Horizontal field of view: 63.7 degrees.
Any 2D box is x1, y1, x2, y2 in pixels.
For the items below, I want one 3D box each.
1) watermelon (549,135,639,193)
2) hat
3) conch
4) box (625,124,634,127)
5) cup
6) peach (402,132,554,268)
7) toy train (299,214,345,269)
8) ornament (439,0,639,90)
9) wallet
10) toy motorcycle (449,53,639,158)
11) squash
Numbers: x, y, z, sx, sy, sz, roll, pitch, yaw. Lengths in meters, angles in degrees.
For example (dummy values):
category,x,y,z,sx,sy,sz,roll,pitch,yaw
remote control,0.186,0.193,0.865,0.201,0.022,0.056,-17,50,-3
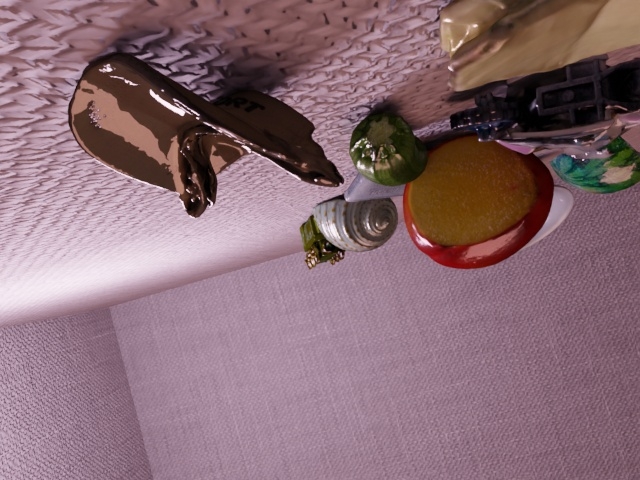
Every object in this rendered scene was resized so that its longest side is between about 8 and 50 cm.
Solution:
category,x,y,z,sx,sy,sz,roll,pitch,yaw
watermelon,0.651,-0.186,1.240,0.146,0.128,0.231,13,160,-41
hat,-0.070,-0.082,0.347,0.147,0.085,0.175,-5,159,29
conch,0.081,-0.035,1.167,0.172,0.131,0.200,-15,176,-30
box,0.669,-0.252,1.228,0.109,0.029,0.198,-17,176,14
cup,0.563,-0.103,1.564,0.347,0.163,0.347,-13,147,-9
peach,0.209,-0.053,0.702,0.190,0.190,0.192,-15,167,-10
toy train,0.000,0.000,1.376,0.090,0.137,0.225,-11,172,-12
ornament,0.187,-0.155,0.369,0.201,0.059,0.180,-14,178,14
wallet,0.161,-0.110,0.846,0.222,0.036,0.167,-9,168,-14
toy motorcycle,0.286,-0.146,0.574,0.239,0.108,0.204,12,-173,30
squash,0.082,-0.101,0.599,0.077,0.068,0.219,-34,171,14
